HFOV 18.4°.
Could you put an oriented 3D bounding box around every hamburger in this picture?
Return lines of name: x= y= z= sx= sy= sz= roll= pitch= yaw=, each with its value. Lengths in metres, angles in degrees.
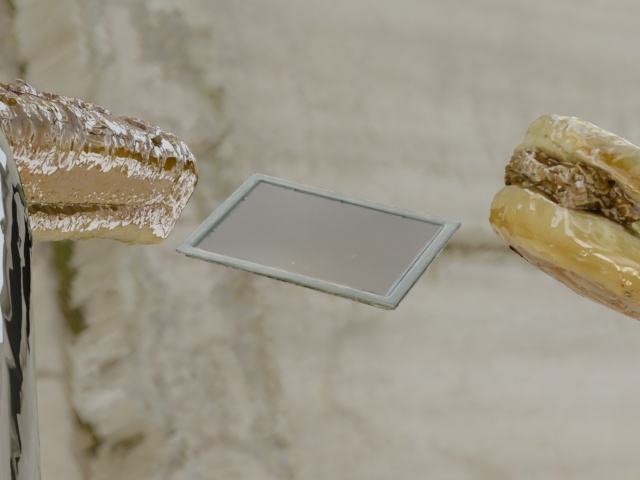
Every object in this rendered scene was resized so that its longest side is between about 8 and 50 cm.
hamburger: x=0.227 y=-0.007 z=1.475 sx=0.214 sy=0.214 sz=0.108 roll=29 pitch=-93 yaw=-31

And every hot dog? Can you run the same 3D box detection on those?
hot dog: x=-0.136 y=-0.034 z=0.996 sx=0.061 sy=0.088 sz=0.286 roll=29 pitch=-178 yaw=17

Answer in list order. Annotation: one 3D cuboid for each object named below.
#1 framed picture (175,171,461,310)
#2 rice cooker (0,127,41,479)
framed picture: x=0.000 y=0.000 z=1.529 sx=0.142 sy=0.183 sz=0.011 roll=-48 pitch=-33 yaw=-53
rice cooker: x=-0.194 y=0.083 z=0.415 sx=0.288 sy=0.288 sz=0.277 roll=22 pitch=-132 yaw=-36
